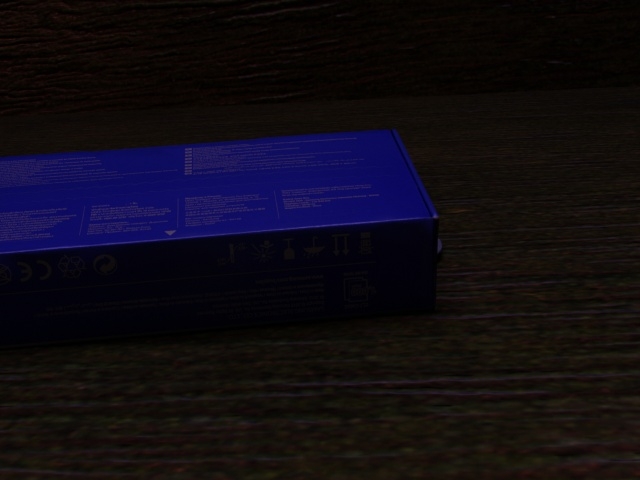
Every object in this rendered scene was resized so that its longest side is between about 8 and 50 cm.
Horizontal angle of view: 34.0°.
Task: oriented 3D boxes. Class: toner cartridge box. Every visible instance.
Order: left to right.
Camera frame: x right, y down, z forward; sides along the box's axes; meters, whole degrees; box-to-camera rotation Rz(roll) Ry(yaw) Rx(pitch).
[{"bbox_3d":[-0.103,-0.006,0.748,0.348,0.075,0.165,-5,26,-4],"label":"toner cartridge box"}]

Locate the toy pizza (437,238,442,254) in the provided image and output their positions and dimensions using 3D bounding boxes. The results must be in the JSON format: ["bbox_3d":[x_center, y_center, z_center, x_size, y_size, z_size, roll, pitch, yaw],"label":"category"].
[{"bbox_3d":[0.000,0.000,0.871,0.201,0.032,0.201,-4,13,1],"label":"toy pizza"}]
